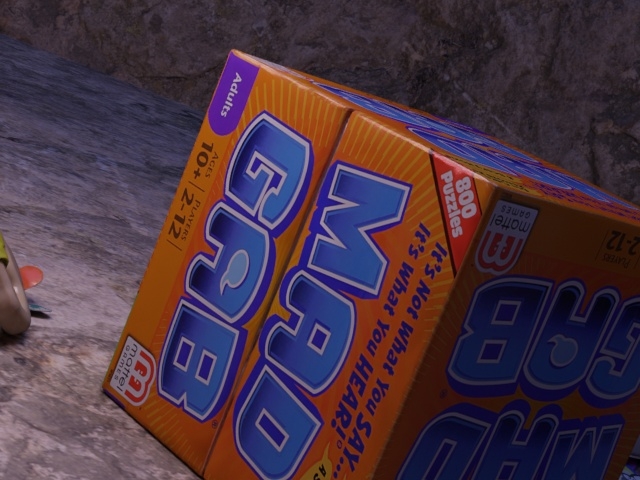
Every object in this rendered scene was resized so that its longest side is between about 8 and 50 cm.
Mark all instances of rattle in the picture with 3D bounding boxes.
[{"bbox_3d":[-0.358,0.055,1.485,0.130,0.143,0.200,54,-8,-3],"label":"rattle"}]

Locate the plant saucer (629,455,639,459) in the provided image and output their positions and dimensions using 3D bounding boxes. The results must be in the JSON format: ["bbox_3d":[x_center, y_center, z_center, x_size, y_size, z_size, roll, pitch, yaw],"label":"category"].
[{"bbox_3d":[0.394,0.295,1.786,0.311,0.050,0.310,21,9,-4],"label":"plant saucer"}]

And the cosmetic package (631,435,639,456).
[{"bbox_3d":[0.335,0.164,1.685,0.366,0.155,0.197,16,-2,-33],"label":"cosmetic package"}]

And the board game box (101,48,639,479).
[{"bbox_3d":[0.082,0.075,1.382,0.356,0.356,0.356,12,14,-45],"label":"board game box"}]

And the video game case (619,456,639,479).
[{"bbox_3d":[0.398,0.317,1.542,0.210,0.041,0.232,14,24,-23],"label":"video game case"}]
